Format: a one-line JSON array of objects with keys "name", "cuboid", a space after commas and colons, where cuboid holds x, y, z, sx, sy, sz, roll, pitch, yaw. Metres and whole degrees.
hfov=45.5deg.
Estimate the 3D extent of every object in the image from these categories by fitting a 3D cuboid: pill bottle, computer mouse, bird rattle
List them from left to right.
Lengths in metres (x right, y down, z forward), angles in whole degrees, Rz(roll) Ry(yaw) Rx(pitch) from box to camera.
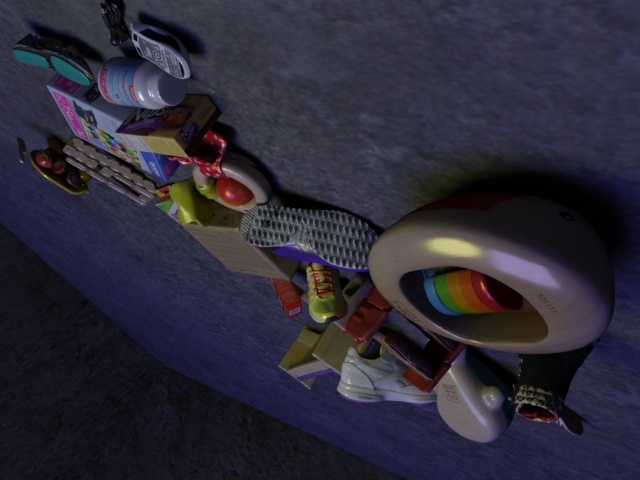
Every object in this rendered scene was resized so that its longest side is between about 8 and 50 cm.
[{"name": "pill bottle", "cuboid": [-0.311, -0.276, 1.340, 0.160, 0.087, 0.087, 14, 152, 38]}, {"name": "computer mouse", "cuboid": [-0.279, -0.328, 1.254, 0.193, 0.042, 0.106, 32, 154, 16]}, {"name": "bird rattle", "cuboid": [-0.191, -0.131, 1.508, 0.207, 0.143, 0.253, 22, 146, -6]}]

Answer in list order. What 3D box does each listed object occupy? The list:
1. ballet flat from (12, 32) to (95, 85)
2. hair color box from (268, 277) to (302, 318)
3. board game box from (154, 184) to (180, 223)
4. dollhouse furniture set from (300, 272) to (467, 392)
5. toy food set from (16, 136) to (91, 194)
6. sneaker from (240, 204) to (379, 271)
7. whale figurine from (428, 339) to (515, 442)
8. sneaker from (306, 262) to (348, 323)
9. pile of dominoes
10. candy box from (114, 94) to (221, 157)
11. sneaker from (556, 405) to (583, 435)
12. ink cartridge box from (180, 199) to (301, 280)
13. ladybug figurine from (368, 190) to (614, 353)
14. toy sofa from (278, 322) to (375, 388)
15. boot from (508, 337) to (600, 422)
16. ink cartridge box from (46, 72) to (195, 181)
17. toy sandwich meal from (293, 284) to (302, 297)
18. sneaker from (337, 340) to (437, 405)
[{"name": "ballet flat", "cuboid": [-0.501, -0.355, 1.463, 0.188, 0.070, 0.070, 23, 157, 13]}, {"name": "hair color box", "cuboid": [-0.090, 0.109, 1.822, 0.072, 0.043, 0.141, 90, 156, -64]}, {"name": "board game box", "cuboid": [-0.297, -0.042, 1.885, 0.259, 0.039, 0.124, 42, 156, -22]}, {"name": "dollhouse furniture set", "cuboid": [0.131, 0.164, 1.657, 0.201, 0.152, 0.374, 41, 174, -22]}, {"name": "toy food set", "cuboid": [-0.676, -0.205, 1.981, 0.218, 0.071, 0.128, 36, -163, -35]}, {"name": "sneaker", "cuboid": [0.000, -0.001, 1.511, 0.293, 0.102, 0.146, 14, 171, 22]}, {"name": "whale figurine", "cuboid": [0.339, 0.315, 1.709, 0.216, 0.141, 0.272, -3, 115, 55]}, {"name": "sneaker", "cuboid": [0.003, 0.086, 1.584, 0.081, 0.208, 0.094, -14, 128, 2]}, {"name": "pile of dominoes", "cuboid": [-0.520, -0.183, 1.916, 0.251, 0.040, 0.196, 31, 159, -20]}, {"name": "candy box", "cuboid": [-0.282, -0.215, 1.403, 0.186, 0.109, 0.053, 13, 151, 41]}, {"name": "sneaker", "cuboid": [0.524, 0.392, 1.696, 0.118, 0.042, 0.067, 40, 154, 0]}, {"name": "ink cartridge box", "cuboid": [-0.176, -0.007, 1.728, 0.234, 0.088, 0.193, 6, 148, 47]}, {"name": "ladybug figurine", "cuboid": [0.251, 0.040, 1.157, 0.305, 0.162, 0.449, 42, 156, -21]}, {"name": "toy sofa", "cuboid": [0.035, 0.310, 2.033, 0.177, 0.150, 0.362, 36, 158, -7]}, {"name": "boot", "cuboid": [0.367, 0.225, 1.367, 0.085, 0.179, 0.236, 42, 155, -23]}, {"name": "ink cartridge box", "cuboid": [-0.414, -0.232, 1.613, 0.311, 0.065, 0.186, 25, 157, 14]}, {"name": "toy sandwich meal", "cuboid": [-0.083, 0.132, 1.980, 0.085, 0.029, 0.085, 29, 163, 10]}, {"name": "sneaker", "cuboid": [0.194, 0.314, 1.828, 0.305, 0.152, 0.114, 5, -176, -21]}]
